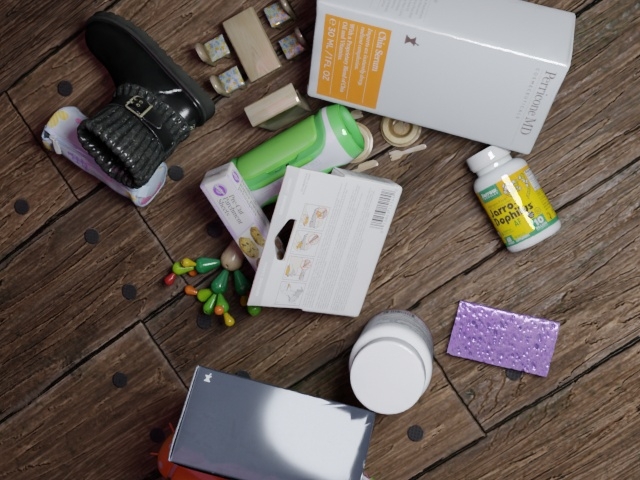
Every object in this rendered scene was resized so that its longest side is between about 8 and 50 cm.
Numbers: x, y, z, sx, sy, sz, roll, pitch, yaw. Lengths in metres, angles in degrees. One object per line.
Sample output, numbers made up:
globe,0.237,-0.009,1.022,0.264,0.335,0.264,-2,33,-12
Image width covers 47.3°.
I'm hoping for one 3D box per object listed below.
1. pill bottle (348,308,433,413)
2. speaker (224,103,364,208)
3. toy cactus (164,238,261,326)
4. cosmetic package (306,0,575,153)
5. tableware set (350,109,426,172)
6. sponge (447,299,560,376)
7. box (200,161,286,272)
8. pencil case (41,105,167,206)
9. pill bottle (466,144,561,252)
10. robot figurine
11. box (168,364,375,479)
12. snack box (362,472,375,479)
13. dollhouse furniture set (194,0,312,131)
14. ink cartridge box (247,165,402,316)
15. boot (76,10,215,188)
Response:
pill bottle,0.141,0.235,1.437,0.160,0.283,0.160,1,94,10
speaker,-0.062,-0.164,1.506,0.296,0.131,0.131,-26,90,19
toy cactus,-0.217,0.075,1.588,0.219,0.112,0.180,26,88,15
cosmetic package,0.217,-0.347,1.383,0.453,0.230,0.161,15,53,6
tableware set,0.116,-0.224,1.531,0.194,0.039,0.128,-18,91,11
sponge,0.379,0.203,1.523,0.210,0.031,0.117,13,96,9
box,-0.133,-0.008,1.500,0.067,0.063,0.324,-18,121,19
pencil case,-0.468,-0.184,1.591,0.273,0.124,0.113,31,99,5
pill bottle,0.379,-0.091,1.458,0.118,0.117,0.208,-29,89,10
robot figurine,-0.265,0.497,1.605,0.219,0.128,0.158,33,142,6
box,-0.100,0.392,1.428,0.343,0.312,0.179,15,70,-1
snack box,0.115,0.613,1.552,0.207,0.070,0.174,34,121,5
dollhouse furniture set,-0.124,-0.359,1.500,0.212,0.161,0.242,-26,90,11
ink cartridge box,0.000,0.000,1.464,0.261,0.066,0.296,9,108,-27
boot,-0.418,-0.296,1.507,0.348,0.131,0.260,40,63,4
